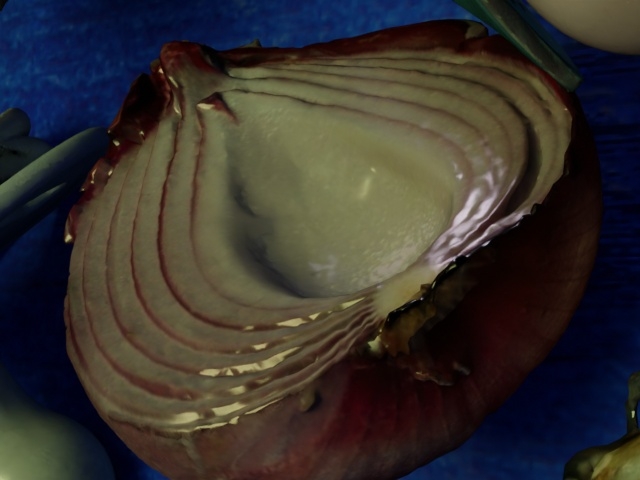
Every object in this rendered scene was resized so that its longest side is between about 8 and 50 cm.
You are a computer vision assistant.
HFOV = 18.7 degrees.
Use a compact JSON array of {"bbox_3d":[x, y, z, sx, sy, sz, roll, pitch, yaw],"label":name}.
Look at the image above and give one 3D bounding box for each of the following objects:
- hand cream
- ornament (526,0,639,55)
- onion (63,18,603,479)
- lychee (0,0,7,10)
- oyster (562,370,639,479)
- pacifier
[{"bbox_3d":[0.048,-0.121,0.801,0.048,0.083,0.224,-42,25,5],"label":"hand cream"},{"bbox_3d":[0.129,-0.153,0.680,0.177,0.177,0.178,-10,77,47],"label":"ornament"},{"bbox_3d":[0.000,0.000,0.824,0.227,0.120,0.283,-32,37,-4],"label":"onion"},{"bbox_3d":[-0.207,-0.303,0.939,0.380,0.380,0.432,-60,25,23],"label":"lychee"},{"bbox_3d":[0.167,0.036,0.645,0.198,0.092,0.260,-100,32,-62],"label":"oyster"},{"bbox_3d":[-0.191,0.071,1.019,0.299,0.244,0.233,-37,88,19],"label":"pacifier"}]
